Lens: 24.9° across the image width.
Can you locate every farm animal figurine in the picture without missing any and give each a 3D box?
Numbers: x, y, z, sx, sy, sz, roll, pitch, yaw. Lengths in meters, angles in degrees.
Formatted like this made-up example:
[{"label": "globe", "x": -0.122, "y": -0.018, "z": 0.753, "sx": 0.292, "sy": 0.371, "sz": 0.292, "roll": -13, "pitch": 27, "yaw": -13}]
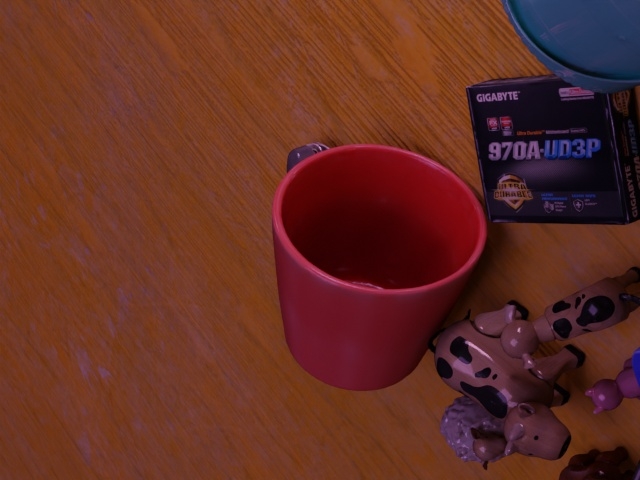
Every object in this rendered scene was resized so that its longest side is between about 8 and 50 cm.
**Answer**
[{"label": "farm animal figurine", "x": 0.260, "y": 0.173, "z": 1.768, "sx": 0.327, "sy": 0.172, "sz": 0.330, "roll": 22, "pitch": 121, "yaw": 44}]

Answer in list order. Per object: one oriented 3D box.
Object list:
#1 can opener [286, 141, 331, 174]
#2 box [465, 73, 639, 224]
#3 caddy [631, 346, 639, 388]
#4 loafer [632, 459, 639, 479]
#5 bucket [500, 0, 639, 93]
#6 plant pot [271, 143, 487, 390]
[{"label": "can opener", "x": 0.000, "y": 0.000, "z": 2.064, "sx": 0.076, "sy": 0.095, "sz": 0.283, "roll": 8, "pitch": 111, "yaw": 49}, {"label": "box", "x": 0.280, "y": -0.108, "z": 1.720, "sx": 0.220, "sy": 0.051, "sz": 0.175, "roll": 3, "pitch": 108, "yaw": 50}, {"label": "caddy", "x": 0.487, "y": 0.170, "z": 1.501, "sx": 0.341, "sy": 0.179, "sz": 0.241, "roll": 57, "pitch": 162, "yaw": 15}, {"label": "loafer", "x": 0.429, "y": 0.344, "z": 1.731, "sx": 0.078, "sy": 0.080, "sz": 0.220, "roll": 1, "pitch": 111, "yaw": 40}, {"label": "bucket", "x": 0.317, "y": -0.287, "z": 1.440, "sx": 0.183, "sy": 0.281, "sz": 0.281, "roll": -28, "pitch": 83, "yaw": 54}, {"label": "plant pot", "x": 0.062, "y": 0.050, "z": 1.901, "sx": 0.275, "sy": 0.275, "sz": 0.243, "roll": 44, "pitch": 144, "yaw": 29}]
